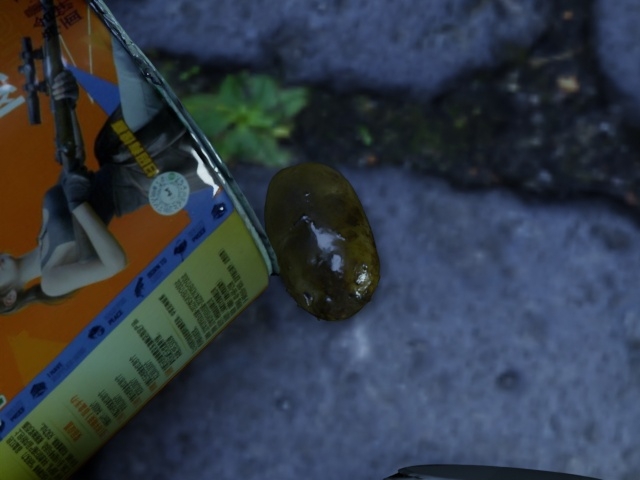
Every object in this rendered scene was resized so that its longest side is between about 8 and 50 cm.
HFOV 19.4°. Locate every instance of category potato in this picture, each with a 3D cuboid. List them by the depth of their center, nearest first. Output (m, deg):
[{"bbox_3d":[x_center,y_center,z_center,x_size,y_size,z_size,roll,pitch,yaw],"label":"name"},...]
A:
[{"bbox_3d":[0.000,0.000,0.919,0.051,0.040,0.083,-22,75,2],"label":"potato"}]

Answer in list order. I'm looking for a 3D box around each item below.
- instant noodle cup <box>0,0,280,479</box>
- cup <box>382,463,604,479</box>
[{"bbox_3d":[-0.170,-0.010,0.832,0.214,0.296,0.296,-38,72,-7],"label":"instant noodle cup"},{"bbox_3d":[0.059,0.210,0.806,0.241,0.185,0.226,-9,79,46],"label":"cup"}]
